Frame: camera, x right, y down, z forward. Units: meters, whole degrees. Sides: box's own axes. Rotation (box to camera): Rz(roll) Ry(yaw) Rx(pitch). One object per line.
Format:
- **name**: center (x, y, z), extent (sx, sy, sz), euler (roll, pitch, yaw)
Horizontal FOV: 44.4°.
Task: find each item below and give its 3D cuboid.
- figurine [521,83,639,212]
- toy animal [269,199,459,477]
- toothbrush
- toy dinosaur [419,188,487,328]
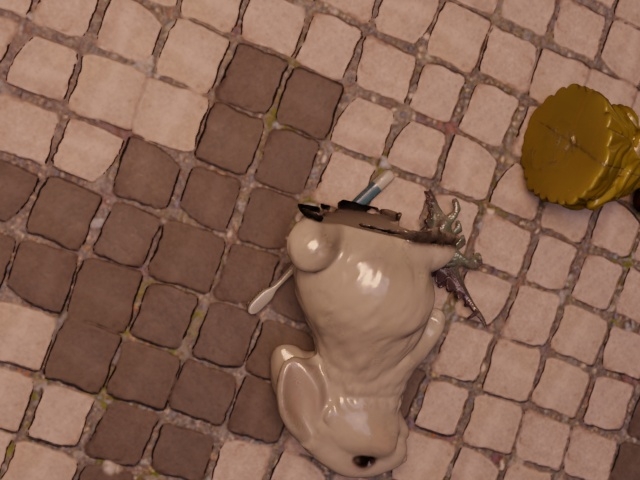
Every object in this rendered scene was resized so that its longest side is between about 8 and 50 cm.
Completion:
- **figurine**: center (0.463, -0.096, 1.096), extent (0.315, 0.187, 0.168), euler (13, 86, -21)
- **toy animal**: center (0.040, 0.133, 1.004), extent (0.257, 0.194, 0.358), euler (7, 102, -25)
- **toothbrush**: center (0.000, 0.000, 1.068), extent (0.275, 0.025, 0.019), euler (-44, 106, -9)
- **toy dinosaur**: center (0.181, 0.028, 1.094), extent (0.082, 0.039, 0.209), euler (-23, 87, -7)
